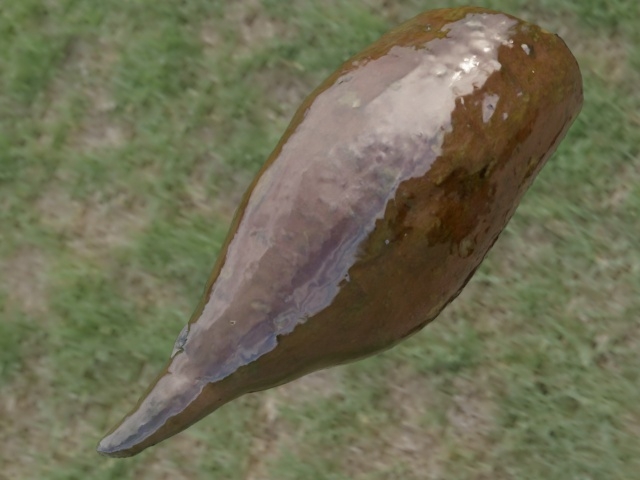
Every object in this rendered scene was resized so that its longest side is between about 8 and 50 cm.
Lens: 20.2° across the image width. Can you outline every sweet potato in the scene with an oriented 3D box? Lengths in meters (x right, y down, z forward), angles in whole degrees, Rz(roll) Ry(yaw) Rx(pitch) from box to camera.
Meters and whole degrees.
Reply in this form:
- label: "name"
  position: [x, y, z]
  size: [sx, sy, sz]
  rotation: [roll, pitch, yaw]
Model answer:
- label: "sweet potato"
  position: [0.000, 0.000, 0.342]
  size: [0.049, 0.049, 0.117]
  rotation: [30, 65, 37]
